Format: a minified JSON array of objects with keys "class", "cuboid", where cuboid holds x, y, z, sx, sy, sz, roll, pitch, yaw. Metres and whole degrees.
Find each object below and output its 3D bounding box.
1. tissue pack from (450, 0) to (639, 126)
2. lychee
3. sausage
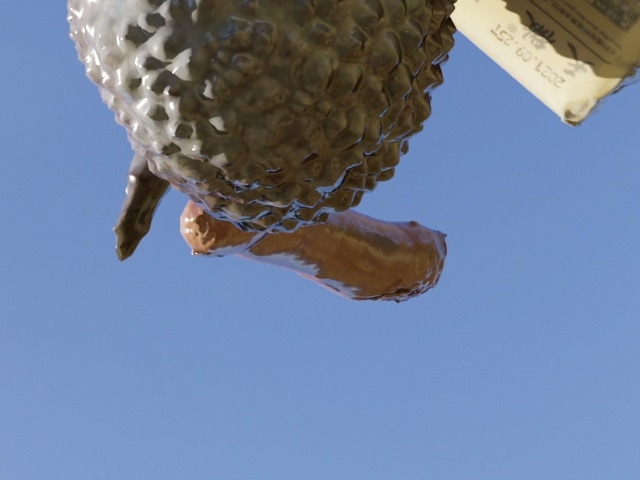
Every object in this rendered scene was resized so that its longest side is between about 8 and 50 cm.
[{"class":"tissue pack","cuboid":[0.095,-0.179,0.557,0.090,0.222,0.186,-45,-9,-34]},{"class":"lychee","cuboid":[-0.032,-0.079,0.515,0.197,0.165,0.165,-44,-48,5]},{"class":"sausage","cuboid":[0.000,-0.001,0.922,0.078,0.078,0.304,-49,-34,18]}]
